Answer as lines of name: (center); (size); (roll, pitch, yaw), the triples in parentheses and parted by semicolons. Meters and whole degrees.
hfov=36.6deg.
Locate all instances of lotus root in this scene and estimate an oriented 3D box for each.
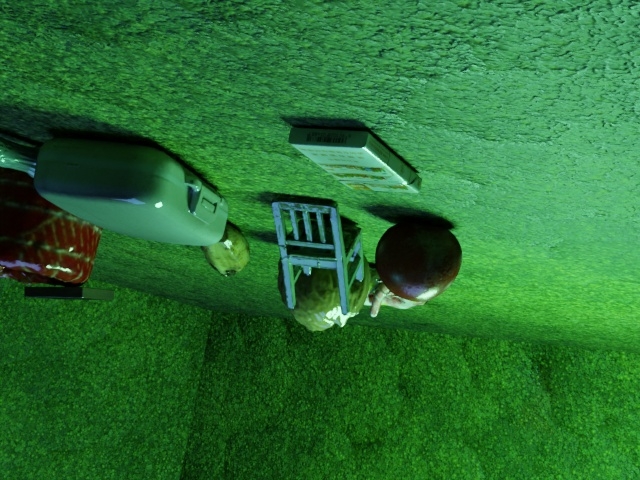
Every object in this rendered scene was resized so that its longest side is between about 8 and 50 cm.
lotus root: (-0.221, 0.012, 2.247); (0.110, 0.097, 0.258); (3, 162, 2)

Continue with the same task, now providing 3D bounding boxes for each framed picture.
framed picture: (-0.525, 0.112, 2.033); (0.128, 0.023, 0.168); (0, 175, 10)

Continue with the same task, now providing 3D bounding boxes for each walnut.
walnut: (-0.012, 0.098, 2.244); (0.238, 0.204, 0.141); (3, 154, 34)

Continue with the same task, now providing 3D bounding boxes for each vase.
vase: (-0.550, -0.153, 1.705); (0.081, 0.081, 0.149); (0, 170, 45)

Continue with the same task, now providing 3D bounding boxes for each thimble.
thimble: (-0.615, -0.036, 1.980); (0.350, 0.230, 0.350); (10, 169, 2)

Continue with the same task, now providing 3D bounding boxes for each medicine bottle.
medicine bottle: (-0.330, -0.079, 1.740); (0.283, 0.122, 0.375); (6, 168, 16)

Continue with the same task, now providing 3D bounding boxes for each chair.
chair: (0.000, 0.000, 1.915); (0.136, 0.147, 0.270); (5, 126, 17)

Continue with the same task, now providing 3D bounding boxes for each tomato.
tomato: (0.186, 0.035, 1.816); (0.167, 0.167, 0.167); (10, 170, 2)

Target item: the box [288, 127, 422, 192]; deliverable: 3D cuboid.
box: (0.054, -0.114, 1.409); (0.122, 0.032, 0.220); (5, 169, 27)

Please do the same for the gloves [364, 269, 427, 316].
gloves: (0.149, 0.123, 2.432); (0.241, 0.126, 0.145); (8, -165, -1)
